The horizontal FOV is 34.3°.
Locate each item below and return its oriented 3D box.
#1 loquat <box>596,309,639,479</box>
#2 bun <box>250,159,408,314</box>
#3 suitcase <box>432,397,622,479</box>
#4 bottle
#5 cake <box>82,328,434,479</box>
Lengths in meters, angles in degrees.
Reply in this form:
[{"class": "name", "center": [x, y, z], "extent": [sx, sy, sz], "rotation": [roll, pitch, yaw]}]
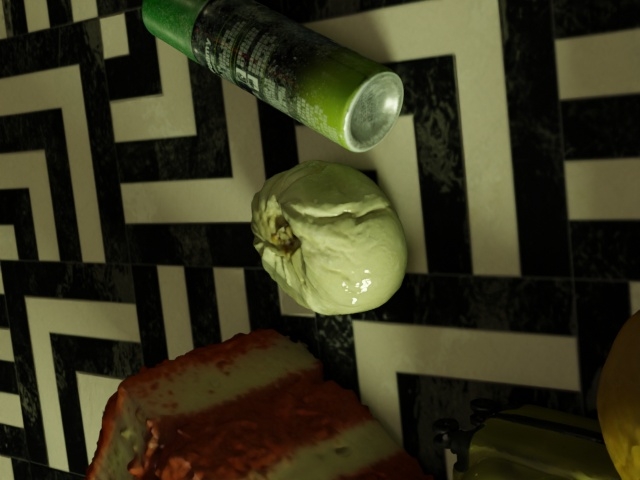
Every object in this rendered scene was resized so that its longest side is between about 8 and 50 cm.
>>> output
[{"class": "loquat", "center": [0.318, 0.130, 0.801], "extent": [0.176, 0.187, 0.234], "rotation": [120, 140, -63]}, {"class": "bun", "center": [0.000, 0.000, 1.100], "extent": [0.188, 0.111, 0.164], "rotation": [51, 131, 17]}, {"class": "suitcase", "center": [0.214, 0.262, 0.944], "extent": [0.235, 0.143, 0.193], "rotation": [8, 105, 40]}, {"class": "bottle", "center": [-0.062, -0.203, 1.122], "extent": [0.330, 0.093, 0.093], "rotation": [33, 120, 32]}, {"class": "cake", "center": [-0.085, 0.298, 1.139], "extent": [0.319, 0.270, 0.269], "rotation": [44, 125, 28]}]
